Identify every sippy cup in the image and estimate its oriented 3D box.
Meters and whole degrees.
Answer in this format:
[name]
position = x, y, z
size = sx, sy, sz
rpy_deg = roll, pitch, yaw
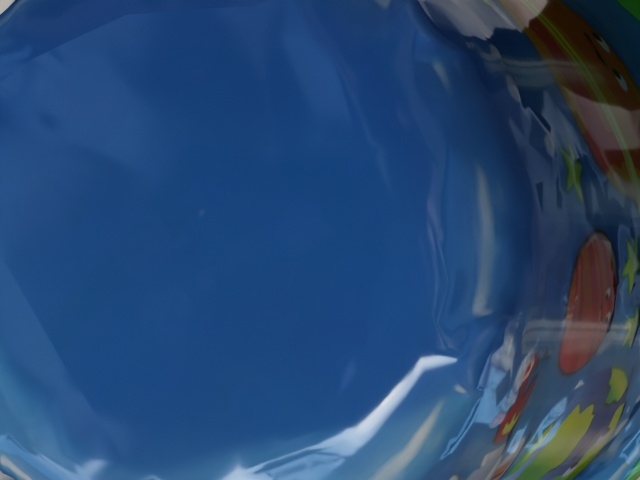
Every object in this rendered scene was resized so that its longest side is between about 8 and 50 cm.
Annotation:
[sippy cup]
position = 0.000, 0.000, 0.519
size = 0.240, 0.306, 0.224
rpy_deg = 14, -175, 19

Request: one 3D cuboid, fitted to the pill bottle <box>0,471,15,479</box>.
[pill bottle]
position = -0.102, 0.151, 0.844
size = 0.208, 0.119, 0.119
rpy_deg = -22, -133, -39
